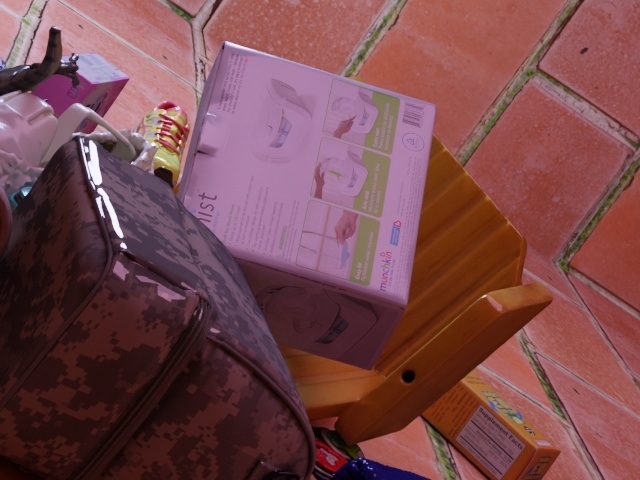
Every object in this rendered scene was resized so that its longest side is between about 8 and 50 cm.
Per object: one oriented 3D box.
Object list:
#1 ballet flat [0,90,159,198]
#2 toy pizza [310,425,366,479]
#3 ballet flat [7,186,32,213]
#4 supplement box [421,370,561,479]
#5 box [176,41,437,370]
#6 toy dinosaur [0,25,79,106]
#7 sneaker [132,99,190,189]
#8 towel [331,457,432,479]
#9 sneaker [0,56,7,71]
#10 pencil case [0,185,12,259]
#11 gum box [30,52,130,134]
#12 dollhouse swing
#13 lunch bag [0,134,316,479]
[{"bbox_3d":[-0.315,-0.099,1.915,0.147,0.147,0.409,41,13,23],"label":"ballet flat"},{"bbox_3d":[0.040,0.248,1.785,0.201,0.032,0.201,34,12,-8],"label":"toy pizza"},{"bbox_3d":[-0.266,-0.020,1.830,0.083,0.087,0.247,39,19,13],"label":"ballet flat"},{"bbox_3d":[0.191,0.220,2.210,0.233,0.080,0.078,44,17,28],"label":"supplement box"},{"bbox_3d":[-0.023,-0.038,1.702,0.231,0.126,0.262,15,52,-7],"label":"box"},{"bbox_3d":[-0.333,-0.168,1.939,0.118,0.268,0.064,-2,72,-49],"label":"toy dinosaur"},{"bbox_3d":[-0.221,-0.142,2.434,0.081,0.094,0.208,32,13,-22],"label":"sneaker"},{"bbox_3d":[0.156,0.327,1.688,0.308,0.076,0.227,27,17,-46],"label":"towel"},{"bbox_3d":[-0.428,-0.207,2.189,0.087,0.083,0.221,44,11,-31],"label":"sneaker"},{"bbox_3d":[-0.394,-0.092,1.531,0.160,0.183,0.410,6,27,-31],"label":"pencil case"},{"bbox_3d":[-0.323,-0.183,2.277,0.062,0.107,0.188,36,12,3],"label":"gum box"},{"bbox_3d":[0.000,0.000,1.802,0.347,0.315,0.305,51,7,20],"label":"dollhouse swing"},{"bbox_3d":[-0.142,0.092,1.441,0.256,0.212,0.305,30,14,-24],"label":"lunch bag"}]
